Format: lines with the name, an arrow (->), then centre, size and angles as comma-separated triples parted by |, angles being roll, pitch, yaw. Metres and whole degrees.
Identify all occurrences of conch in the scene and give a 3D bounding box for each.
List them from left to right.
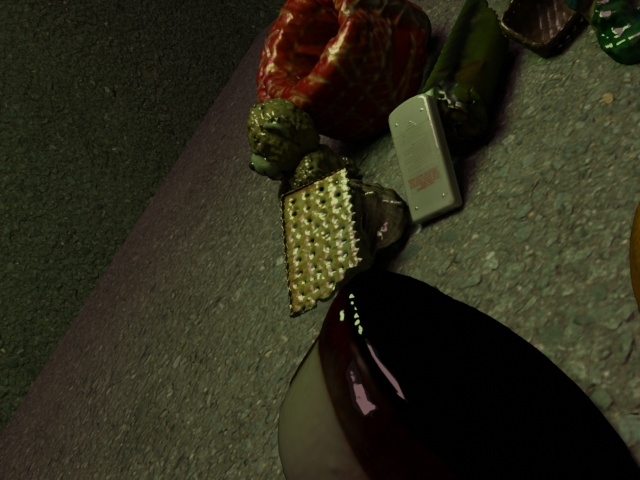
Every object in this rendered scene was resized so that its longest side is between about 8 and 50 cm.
conch -> 0.054, -0.026, 1.112 | 0.178, 0.163, 0.245 | -6, 18, 11

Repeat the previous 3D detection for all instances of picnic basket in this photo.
picnic basket -> 0.378, -0.386, 1.092 | 0.110, 0.055, 0.193 | 41, 92, 26

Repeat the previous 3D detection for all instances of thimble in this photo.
thimble -> 0.041, -0.381, 1.421 | 0.350, 0.230, 0.350 | -26, 56, 48

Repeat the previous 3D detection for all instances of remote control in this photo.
remote control -> 0.157, -0.127, 1.042 | 0.087, 0.029, 0.190 | -28, 68, 43

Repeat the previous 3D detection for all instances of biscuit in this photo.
biscuit -> -0.001, 0.000, 1.018 | 0.144, 0.016, 0.203 | -23, 61, 30

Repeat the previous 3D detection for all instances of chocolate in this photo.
chocolate -> 0.091, 0.174, 0.564 | 0.186, 0.283, 0.283 | -60, 19, 18

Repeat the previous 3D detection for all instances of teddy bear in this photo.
teddy bear -> -0.047, -0.155, 1.307 | 0.156, 0.256, 0.267 | -47, 23, -6

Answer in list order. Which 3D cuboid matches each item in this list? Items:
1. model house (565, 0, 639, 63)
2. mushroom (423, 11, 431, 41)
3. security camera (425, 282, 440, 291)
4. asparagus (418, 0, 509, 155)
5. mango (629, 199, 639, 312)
model house -> 0.413, -0.438, 0.862 | 0.312, 0.280, 0.245 | -34, 27, 36
mushroom -> 0.180, -0.460, 1.545 | 0.188, 0.117, 0.141 | 2, 96, 57
security camera -> 0.115, 0.090, 0.887 | 0.092, 0.058, 0.058 | -49, 21, -22
asparagus -> 0.258, -0.305, 1.167 | 0.128, 0.108, 0.382 | -24, 33, 48
mango -> 0.322, 0.030, 0.509 | 0.177, 0.120, 0.295 | -16, 40, 41
